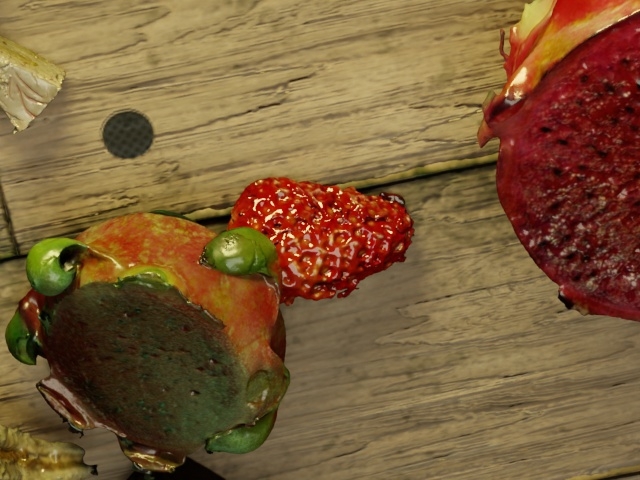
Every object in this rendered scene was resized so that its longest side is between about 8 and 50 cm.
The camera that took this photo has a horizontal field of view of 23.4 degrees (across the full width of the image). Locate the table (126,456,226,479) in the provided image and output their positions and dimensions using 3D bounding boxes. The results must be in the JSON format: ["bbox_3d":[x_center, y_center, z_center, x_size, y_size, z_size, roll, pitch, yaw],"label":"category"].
[{"bbox_3d":[-0.151,0.339,1.538,0.172,0.193,0.169,35,106,-22],"label":"table"}]

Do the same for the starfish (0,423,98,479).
[{"bbox_3d":[-0.342,0.195,1.370,0.082,0.324,0.432,-20,106,24],"label":"starfish"}]

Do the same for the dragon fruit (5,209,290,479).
[{"bbox_3d":[-0.154,0.085,1.429,0.268,0.130,0.295,-16,125,29],"label":"dragon fruit"}]

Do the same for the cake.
[{"bbox_3d":[-0.282,-0.162,1.358,0.065,0.052,0.121,-32,115,13],"label":"cake"}]

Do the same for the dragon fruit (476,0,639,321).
[{"bbox_3d":[0.323,-0.119,1.375,0.386,0.249,0.371,15,128,-12],"label":"dragon fruit"}]

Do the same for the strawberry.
[{"bbox_3d":[0.000,0.000,1.465,0.188,0.082,0.121,-6,113,-3],"label":"strawberry"}]
